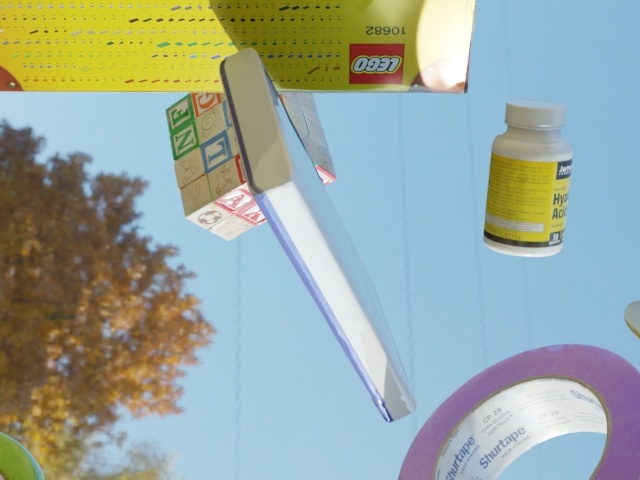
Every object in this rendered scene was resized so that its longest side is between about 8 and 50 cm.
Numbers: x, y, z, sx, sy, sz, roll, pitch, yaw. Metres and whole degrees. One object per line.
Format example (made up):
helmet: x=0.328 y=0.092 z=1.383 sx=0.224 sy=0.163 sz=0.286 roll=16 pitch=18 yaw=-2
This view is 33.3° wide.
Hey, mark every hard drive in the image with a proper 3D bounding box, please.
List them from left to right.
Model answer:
hard drive: x=0.000 y=0.000 z=1.005 sx=0.040 sy=0.319 sz=0.210 roll=-24 pitch=-139 yaw=5

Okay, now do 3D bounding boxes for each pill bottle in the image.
pill bottle: x=0.164 y=-0.050 z=0.842 sx=0.065 sy=0.065 sz=0.116 roll=23 pitch=-63 yaw=51

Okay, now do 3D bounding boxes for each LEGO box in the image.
LEGO box: x=-0.100 y=-0.344 z=1.099 sx=0.193 sy=0.500 sz=0.372 roll=89 pitch=2 yaw=-51

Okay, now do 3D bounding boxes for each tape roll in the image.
tape roll: x=0.210 y=0.230 z=1.030 sx=0.275 sy=0.090 sz=0.275 roll=-29 pitch=-152 yaw=18

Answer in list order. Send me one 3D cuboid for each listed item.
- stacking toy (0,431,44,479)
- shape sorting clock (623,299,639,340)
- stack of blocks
stacking toy: x=-0.289 y=0.290 z=0.852 sx=0.279 sy=0.130 sz=0.309 roll=37 pitch=-112 yaw=16
shape sorting clock: x=0.488 y=0.132 z=1.370 sx=0.206 sy=0.206 sz=0.040 roll=46 pitch=-50 yaw=47
stack of blocks: x=-0.103 y=-0.172 z=1.348 sx=0.171 sy=0.087 sz=0.297 roll=-29 pitch=-123 yaw=23
